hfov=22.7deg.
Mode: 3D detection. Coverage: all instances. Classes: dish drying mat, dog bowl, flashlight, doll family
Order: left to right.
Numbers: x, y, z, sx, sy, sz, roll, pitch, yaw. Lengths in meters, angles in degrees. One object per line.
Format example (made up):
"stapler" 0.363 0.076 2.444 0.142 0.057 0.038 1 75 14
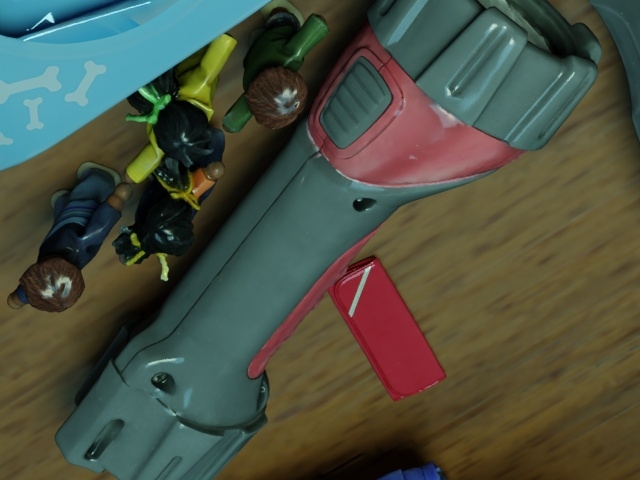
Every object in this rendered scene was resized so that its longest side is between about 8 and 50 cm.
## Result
"dog bowl" -0.078 -0.133 0.641 0.297 0.166 0.074 -32 127 12
"doll family" -0.072 -0.035 0.714 0.076 0.111 0.193 26 113 -17
"flashlight" 0.000 0.000 0.746 0.103 0.103 0.304 35 117 -7
"dish drying mat" 0.034 0.047 0.822 0.032 0.008 0.083 -26 116 8

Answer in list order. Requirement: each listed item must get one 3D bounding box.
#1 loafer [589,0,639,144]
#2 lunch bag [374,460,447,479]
"loafer" 0.174 -0.133 0.708 0.109 0.095 0.303 -2 117 32
"lunch bag" 0.023 0.189 0.845 0.128 0.096 0.151 -20 128 5
